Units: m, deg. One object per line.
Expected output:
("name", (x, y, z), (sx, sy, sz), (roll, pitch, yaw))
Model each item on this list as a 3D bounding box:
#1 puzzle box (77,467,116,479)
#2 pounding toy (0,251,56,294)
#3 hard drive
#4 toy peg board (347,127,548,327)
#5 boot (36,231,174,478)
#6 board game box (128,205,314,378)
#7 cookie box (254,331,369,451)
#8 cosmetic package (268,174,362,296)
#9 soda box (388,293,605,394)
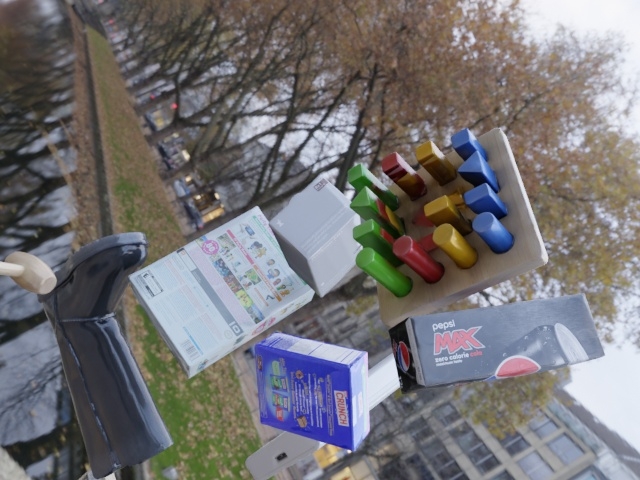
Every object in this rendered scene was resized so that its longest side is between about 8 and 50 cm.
("puzzle box", (-0.539, 0.672, 1.251), (0.052, 0.272, 0.409), (53, -17, -22))
("pounding toy", (-0.440, 0.050, 0.611), (0.154, 0.269, 0.155), (30, -54, 28))
("hard drive", (0.056, 0.214, 0.818), (0.040, 0.307, 0.203), (55, -40, 13))
("toy peg board", (0.101, -0.028, 0.548), (0.079, 0.160, 0.161), (36, 37, -39))
("boot", (-0.425, 0.247, 1.243), (0.367, 0.146, 0.445), (-30, -104, 38))
("board game box", (-0.193, 0.098, 1.187), (0.224, 0.303, 0.097), (52, -25, 17))
("cookie box", (-0.008, 0.146, 0.575), (0.107, 0.040, 0.092), (8, -70, 29))
("cosmetic package", (0.000, 0.000, 1.044), (0.107, 0.127, 0.238), (43, -9, 15))
("soda box", (0.148, 0.087, 0.496), (0.053, 0.168, 0.060), (121, -40, -66))
